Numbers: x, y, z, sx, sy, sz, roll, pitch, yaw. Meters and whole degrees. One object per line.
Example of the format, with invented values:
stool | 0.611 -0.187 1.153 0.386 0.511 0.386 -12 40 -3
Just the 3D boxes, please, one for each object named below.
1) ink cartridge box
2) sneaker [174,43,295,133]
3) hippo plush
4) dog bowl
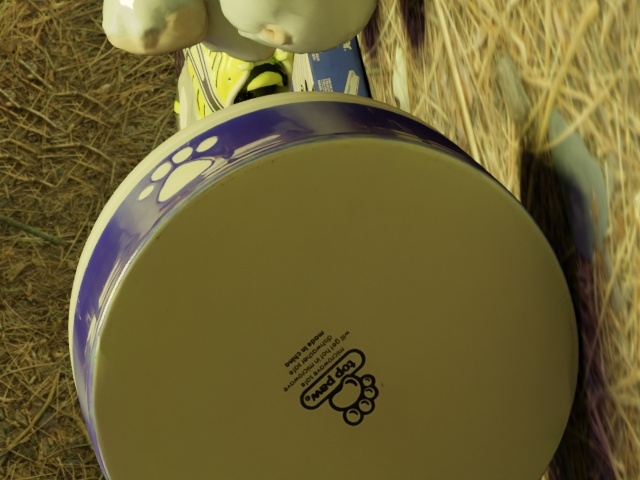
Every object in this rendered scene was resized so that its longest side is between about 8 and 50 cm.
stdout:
ink cartridge box | 0.005 -0.110 1.410 0.207 0.046 0.097 99 161 -68
sneaker | -0.079 -0.228 1.662 0.147 0.145 0.385 25 129 55
hippo plush | -0.030 -0.254 1.127 0.236 0.234 0.294 19 128 51
dog bowl | 0.000 0.059 0.865 0.104 0.264 0.265 -128 29 -69
